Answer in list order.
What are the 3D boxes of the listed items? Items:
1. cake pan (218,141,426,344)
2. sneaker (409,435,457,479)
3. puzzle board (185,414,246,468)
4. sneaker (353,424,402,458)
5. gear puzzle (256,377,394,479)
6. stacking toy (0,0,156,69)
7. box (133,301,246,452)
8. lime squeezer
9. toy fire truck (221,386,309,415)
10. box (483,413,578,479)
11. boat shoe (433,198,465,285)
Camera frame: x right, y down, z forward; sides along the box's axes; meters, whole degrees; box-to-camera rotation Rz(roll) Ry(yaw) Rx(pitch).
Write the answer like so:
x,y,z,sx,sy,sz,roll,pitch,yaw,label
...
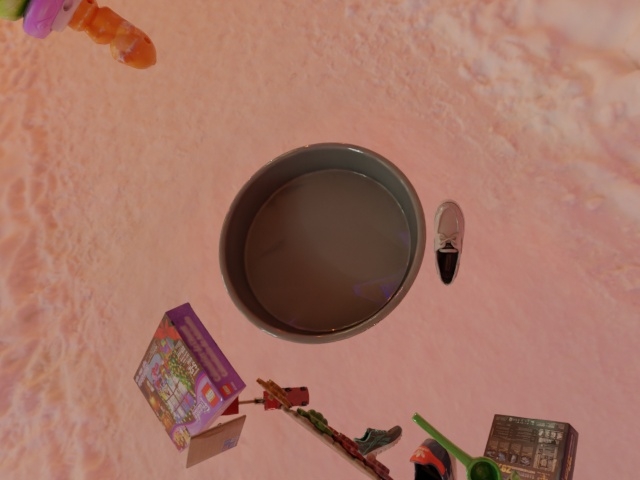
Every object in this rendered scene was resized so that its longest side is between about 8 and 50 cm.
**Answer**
x,y,z,sx,sy,sz,roll,pitch,yaw,label
0.000,0.000,0.587,0.292,0.054,0.294,-5,68,13,cake pan
0.328,0.745,1.154,0.131,0.148,0.351,-25,77,45,sneaker
-0.185,0.349,0.723,0.096,0.128,0.011,-11,50,-32,puzzle board
0.170,0.593,1.243,0.166,0.065,0.076,-23,84,-19,sneaker
0.003,0.383,0.856,0.339,0.175,0.044,40,67,-5,gear puzzle
-0.315,-0.290,0.440,0.165,0.301,0.175,-34,42,28,stacking toy
-0.280,0.288,0.846,0.201,0.057,0.293,49,129,15,box
0.290,0.393,0.720,0.059,0.310,0.110,-46,24,19,lime squeezer
-0.129,0.378,0.980,0.135,0.192,0.047,-17,67,27,toy fire truck
0.582,0.597,1.166,0.232,0.059,0.183,-24,26,53,box
0.390,0.011,1.271,0.096,0.268,0.088,5,22,14,boat shoe
